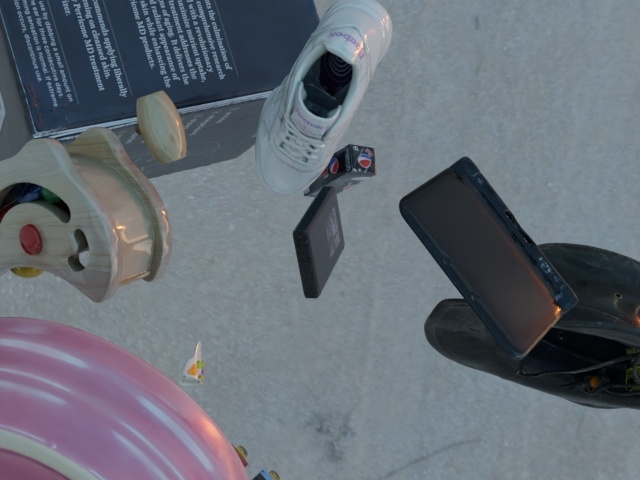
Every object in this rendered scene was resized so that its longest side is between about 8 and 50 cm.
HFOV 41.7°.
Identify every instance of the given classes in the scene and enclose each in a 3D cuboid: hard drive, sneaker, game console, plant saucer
[{"bbox_3d":[0.000,0.000,1.073,0.022,0.135,0.094,-1,116,17],"label":"hard drive"},{"bbox_3d":[-0.022,-0.157,1.044,0.114,0.305,0.152,28,41,-1],"label":"sneaker"},{"bbox_3d":[0.104,0.014,0.562,0.071,0.107,0.122,-36,86,-9],"label":"game console"},{"bbox_3d":[-0.217,0.219,0.697,0.332,0.332,0.084,52,34,-15],"label":"plant saucer"}]

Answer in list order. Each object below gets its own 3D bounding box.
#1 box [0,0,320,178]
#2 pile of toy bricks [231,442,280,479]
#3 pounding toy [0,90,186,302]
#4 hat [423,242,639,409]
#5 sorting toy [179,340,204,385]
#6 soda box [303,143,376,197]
[{"bbox_3d":[-0.306,-0.278,1.397,0.471,0.480,0.298,-15,87,-27],"label":"box"},{"bbox_3d":[-0.071,0.330,0.998,0.118,0.105,0.212,-42,84,15],"label":"pile of toy bricks"},{"bbox_3d":[-0.206,-0.026,0.805,0.155,0.269,0.154,-24,94,-53],"label":"pounding toy"},{"bbox_3d":[0.287,0.083,0.907,0.331,0.331,0.134,25,71,-20],"label":"hat"},{"bbox_3d":[-0.240,0.233,1.603,0.044,0.083,0.075,10,66,-9],"label":"sorting toy"},{"bbox_3d":[0.034,-0.127,1.579,0.060,0.169,0.053,5,75,-32],"label":"soda box"}]
